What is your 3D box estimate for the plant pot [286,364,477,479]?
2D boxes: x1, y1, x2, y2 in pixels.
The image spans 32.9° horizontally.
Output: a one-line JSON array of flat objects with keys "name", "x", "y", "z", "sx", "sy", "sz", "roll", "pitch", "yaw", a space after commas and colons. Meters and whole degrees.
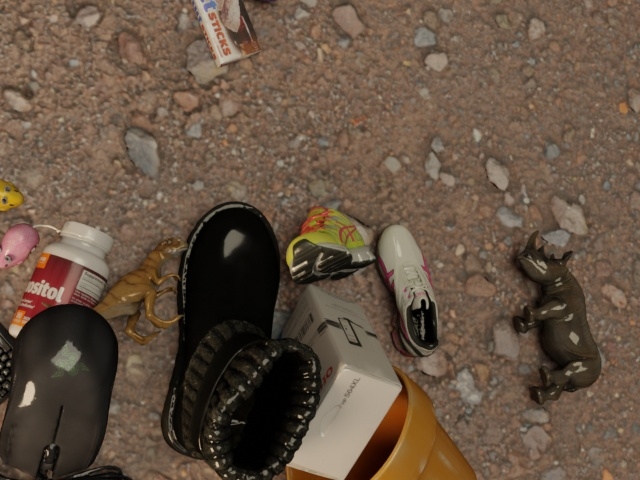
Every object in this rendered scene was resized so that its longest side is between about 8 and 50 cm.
[{"name": "plant pot", "x": 0.094, "y": 0.291, "z": 1.381, "sx": 0.188, "sy": 0.205, "sz": 0.205, "roll": 41, "pitch": 71, "yaw": -28}]

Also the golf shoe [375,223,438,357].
[{"name": "golf shoe", "x": 0.127, "y": 0.065, "z": 1.469, "sx": 0.067, "sy": 0.086, "sz": 0.186, "roll": -12, "pitch": 86, "yaw": -20}]

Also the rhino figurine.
[{"name": "rhino figurine", "x": 0.334, "y": 0.105, "z": 1.547, "sx": 0.106, "sy": 0.073, "sz": 0.243, "roll": -11, "pitch": 86, "yaw": -17}]

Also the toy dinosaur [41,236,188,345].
[{"name": "toy dinosaur", "x": -0.235, "y": 0.074, "z": 1.308, "sx": 0.112, "sy": 0.064, "sz": 0.211, "roll": 52, "pitch": 48, "yaw": -3}]

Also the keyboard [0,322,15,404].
[{"name": "keyboard", "x": -0.433, "y": 0.121, "z": 1.288, "sx": 0.108, "sy": 0.023, "sz": 0.180, "roll": -42, "pitch": 97, "yaw": -20}]

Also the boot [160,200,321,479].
[{"name": "boot", "x": -0.088, "y": 0.111, "z": 1.288, "sx": 0.131, "sy": 0.260, "sz": 0.348, "roll": 9, "pitch": 81, "yaw": -19}]

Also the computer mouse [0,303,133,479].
[{"name": "computer mouse", "x": -0.293, "y": 0.206, "z": 1.239, "sx": 0.189, "sy": 0.072, "sz": 0.272, "roll": 4, "pitch": 111, "yaw": -16}]

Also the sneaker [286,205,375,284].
[{"name": "sneaker", "x": 0.000, "y": 0.000, "z": 1.394, "sx": 0.081, "sy": 0.208, "sz": 0.094, "roll": -26, "pitch": 80, "yaw": 15}]

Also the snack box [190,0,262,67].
[{"name": "snack box", "x": -0.141, "y": -0.326, "z": 1.454, "sx": 0.064, "sy": 0.022, "sz": 0.178, "roll": -23, "pitch": 92, "yaw": -20}]

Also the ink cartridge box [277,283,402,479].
[{"name": "ink cartridge box", "x": 0.006, "y": 0.170, "z": 1.321, "sx": 0.086, "sy": 0.203, "sz": 0.148, "roll": 22, "pitch": 109, "yaw": -22}]

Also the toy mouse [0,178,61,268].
[{"name": "toy mouse", "x": -0.398, "y": -0.005, "z": 1.292, "sx": 0.161, "sy": 0.031, "sz": 0.143, "roll": 18, "pitch": 83, "yaw": 4}]

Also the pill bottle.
[{"name": "pill bottle", "x": -0.308, "y": 0.058, "z": 1.308, "sx": 0.086, "sy": 0.086, "sz": 0.152, "roll": 24, "pitch": 75, "yaw": -16}]
